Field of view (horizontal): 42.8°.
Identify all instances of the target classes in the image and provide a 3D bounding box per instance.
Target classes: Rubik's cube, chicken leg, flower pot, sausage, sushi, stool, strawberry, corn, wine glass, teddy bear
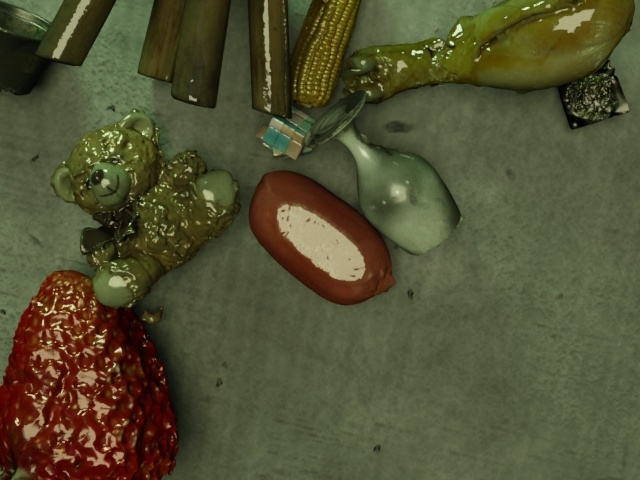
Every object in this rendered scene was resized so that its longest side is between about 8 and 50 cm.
[{"bbox_3d":[-0.047,-0.157,1.241,0.075,0.084,0.073,41,126,16],"label":"Rubik's cube"},{"bbox_3d":[0.217,-0.270,1.153,0.429,0.201,0.153,-9,93,19],"label":"chicken leg"},{"bbox_3d":[-0.478,-0.289,1.233,0.157,0.157,0.107,26,112,2],"label":"flower pot"},{"bbox_3d":[0.000,0.000,1.222,0.254,0.148,0.148,35,98,-1],"label":"sausage"},{"bbox_3d":[0.397,-0.215,1.202,0.083,0.056,0.085,-19,95,14],"label":"sushi"},{"bbox_3d":[-0.185,-0.313,1.100,0.310,0.310,0.226,21,101,21],"label":"stool"},{"bbox_3d":[-0.338,0.226,1.228,0.292,0.292,0.344,10,85,4],"label":"strawberry"},{"bbox_3d":[0.007,-0.309,1.214,0.080,0.080,0.231,17,98,3],"label":"corn"},{"bbox_3d":[0.092,-0.093,1.179,0.126,0.126,0.241,-39,111,8],"label":"wine glass"},{"bbox_3d":[-0.275,-0.064,1.229,0.267,0.156,0.256,-39,89,-1],"label":"teddy bear"}]
